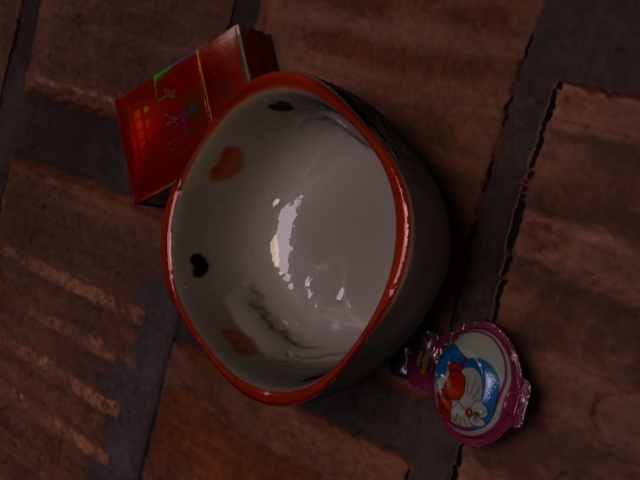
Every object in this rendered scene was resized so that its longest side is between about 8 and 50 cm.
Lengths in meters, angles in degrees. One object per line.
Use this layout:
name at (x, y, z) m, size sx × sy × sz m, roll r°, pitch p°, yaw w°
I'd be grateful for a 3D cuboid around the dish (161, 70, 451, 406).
dish at (0.000, 0.000, 0.929) m, size 0.256 × 0.117 × 0.256 m, roll -3°, pitch 85°, yaw 39°

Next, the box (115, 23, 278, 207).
box at (-0.111, -0.110, 1.076) m, size 0.175 × 0.048 × 0.112 m, roll -25°, pitch 71°, yaw 36°

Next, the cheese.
cheese at (0.104, 0.101, 0.885) m, size 0.145 × 0.038 × 0.095 m, roll 20°, pitch 98°, yaw 51°
